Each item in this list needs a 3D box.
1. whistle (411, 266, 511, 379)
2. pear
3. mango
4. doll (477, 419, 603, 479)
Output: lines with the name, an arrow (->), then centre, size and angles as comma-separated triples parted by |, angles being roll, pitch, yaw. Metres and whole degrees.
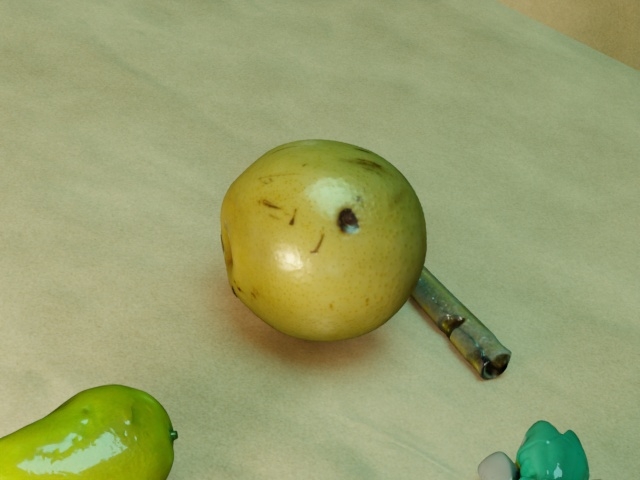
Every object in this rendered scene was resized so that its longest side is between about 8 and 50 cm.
whistle -> 0.218, 0.120, 2.276 | 0.068, 0.057, 0.326 | -7, 38, -32
pear -> 0.000, 0.000, 2.134 | 0.348, 0.348, 0.348 | 9, 34, -6
mango -> -0.318, 0.303, 1.752 | 0.185, 0.149, 0.273 | 41, 48, 23
doll -> 0.313, 0.360, 1.878 | 0.195, 0.153, 0.258 | 33, 23, 25
